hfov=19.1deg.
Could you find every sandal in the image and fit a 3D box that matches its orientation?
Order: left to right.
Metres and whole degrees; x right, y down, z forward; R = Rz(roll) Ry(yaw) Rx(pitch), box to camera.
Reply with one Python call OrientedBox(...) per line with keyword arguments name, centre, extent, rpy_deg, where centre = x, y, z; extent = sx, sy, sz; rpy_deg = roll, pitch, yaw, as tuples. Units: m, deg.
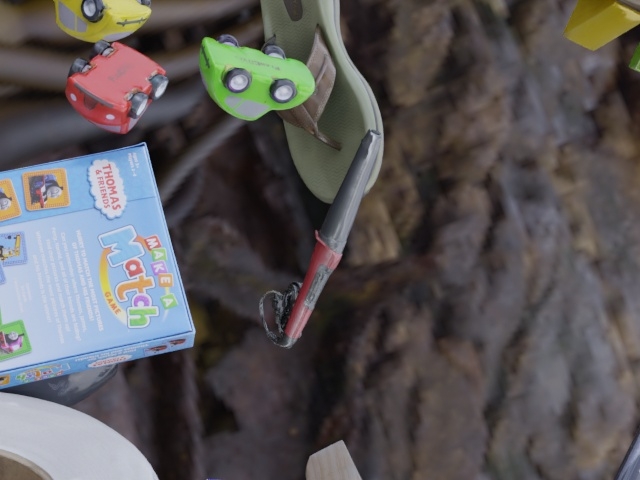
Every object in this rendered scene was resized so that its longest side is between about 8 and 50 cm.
OrientedBox(name="sandal", centre=(-0.024, -0.179, 1.979), extent=(0.086, 0.120, 0.303), rpy_deg=(-14, 87, -49))

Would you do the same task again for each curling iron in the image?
OrientedBox(name="curling iron", centre=(0.000, 0.000, 1.963), extent=(0.035, 0.274, 0.068), rpy_deg=(-2, 40, -38))

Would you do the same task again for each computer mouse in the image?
OrientedBox(name="computer mouse", centre=(-0.320, 0.165, 1.885), extent=(0.060, 0.262, 0.184), rpy_deg=(-82, 165, -46))

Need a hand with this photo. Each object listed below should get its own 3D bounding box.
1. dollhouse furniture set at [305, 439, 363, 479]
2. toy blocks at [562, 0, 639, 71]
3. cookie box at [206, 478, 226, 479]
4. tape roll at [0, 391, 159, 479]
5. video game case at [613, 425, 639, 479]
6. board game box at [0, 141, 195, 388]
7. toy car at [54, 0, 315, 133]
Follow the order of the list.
OrientedBox(name="dollhouse furniture set", centre=(-0.047, 0.411, 2.073), extent=(0.198, 0.303, 0.286), rpy_deg=(62, -1, -20))
OrientedBox(name="toy blocks", centre=(0.401, -0.207, 1.710), extent=(0.381, 0.261, 0.191), rpy_deg=(17, 100, -40))
OrientedBox(name="cookie box", centre=(-0.034, 0.229, 1.478), extent=(0.107, 0.091, 0.040), rpy_deg=(59, 39, -50))
OrientedBox(name="tape roll", centre=(-0.325, 0.263, 1.662), extent=(0.392, 0.392, 0.072), rpy_deg=(-43, 143, -54))
OrientedBox(name="video game case", centre=(0.309, 0.166, 1.091), extent=(0.274, 0.026, 0.196), rpy_deg=(29, 58, 6))
OrientedBox(name="board game box", centre=(-0.214, 0.024, 1.405), extent=(0.039, 0.211, 0.160), rpy_deg=(102, -26, -66))
OrientedBox(name="toy car", centre=(-0.113, -0.137, 1.529), extent=(0.225, 0.053, 0.239), rpy_deg=(12, 33, -24))
